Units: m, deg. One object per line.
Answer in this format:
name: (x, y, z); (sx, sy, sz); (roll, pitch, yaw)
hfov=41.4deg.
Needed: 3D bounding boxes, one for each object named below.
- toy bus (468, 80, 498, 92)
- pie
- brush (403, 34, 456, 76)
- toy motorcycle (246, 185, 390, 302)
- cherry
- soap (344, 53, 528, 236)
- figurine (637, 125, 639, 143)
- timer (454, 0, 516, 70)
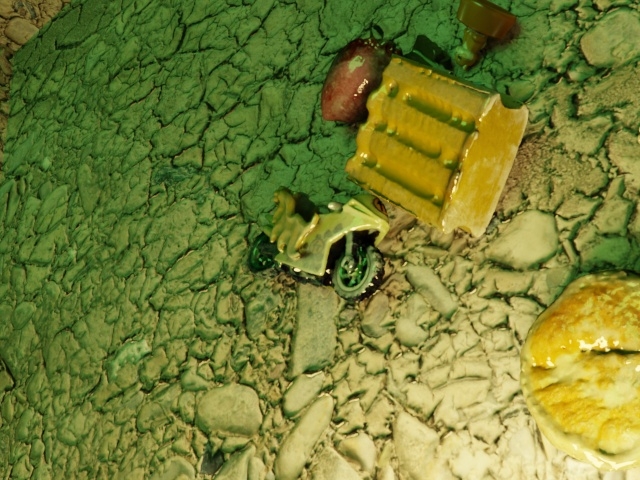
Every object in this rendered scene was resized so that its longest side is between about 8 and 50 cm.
toy bus: (0.342, -0.279, 1.812); (0.074, 0.060, 0.123); (2, 67, 39)
pie: (0.473, 0.205, 1.371); (0.339, 0.077, 0.339); (-20, 56, 32)
brush: (0.272, -0.388, 1.922); (0.084, 0.071, 0.301); (-51, 32, 13)
toy motorcycle: (0.000, 0.000, 1.864); (0.410, 0.168, 0.237); (9, 69, 45)
cherry: (0.093, -0.377, 2.018); (0.250, 0.175, 0.192); (-46, 33, 12)
soap: (0.229, -0.199, 1.739); (0.335, 0.156, 0.294); (33, 108, 49)
figurine: (0.627, -0.179, 1.489); (0.143, 0.068, 0.102); (-27, 68, 55)
timer: (0.346, -0.457, 1.900); (0.132, 0.132, 0.152); (53, 126, 47)
